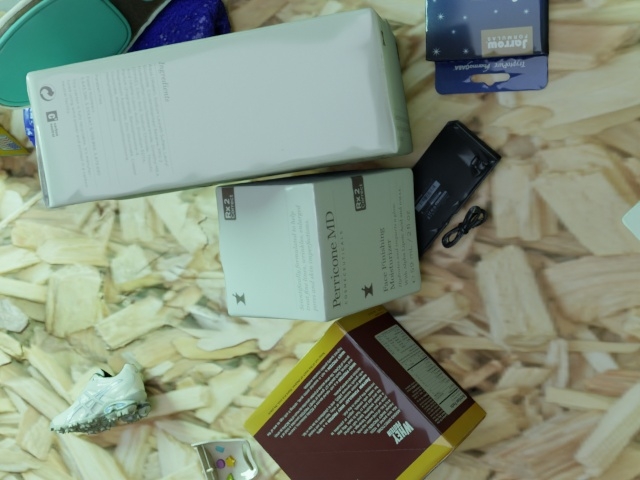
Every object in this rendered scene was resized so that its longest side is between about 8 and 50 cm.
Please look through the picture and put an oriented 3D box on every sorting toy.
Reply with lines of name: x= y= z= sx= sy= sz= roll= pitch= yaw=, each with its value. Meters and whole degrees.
sorting toy: x=-0.123 y=0.303 z=1.267 sx=0.075 sy=0.045 sz=0.083 roll=-20 pitch=88 yaw=20

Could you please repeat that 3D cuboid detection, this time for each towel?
towel: x=-0.267 y=-0.214 z=1.244 sx=0.308 sy=0.076 sz=0.228 roll=6 pitch=100 yaw=25

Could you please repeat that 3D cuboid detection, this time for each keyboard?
keyboard: x=0.141 y=-0.041 z=1.100 sx=0.108 sy=0.023 sz=0.180 roll=46 pitch=114 yaw=21

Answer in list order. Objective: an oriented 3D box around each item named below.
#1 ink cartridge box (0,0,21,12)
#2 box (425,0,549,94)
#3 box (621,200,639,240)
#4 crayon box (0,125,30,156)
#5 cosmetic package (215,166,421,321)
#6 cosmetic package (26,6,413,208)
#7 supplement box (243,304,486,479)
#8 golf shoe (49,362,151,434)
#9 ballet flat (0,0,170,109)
ink cartridge box: x=-0.409 y=-0.455 z=1.182 sx=0.117 sy=0.201 sz=0.278 roll=2 pitch=87 yaw=23
box: x=0.184 y=-0.278 z=1.038 sx=0.136 sy=0.036 sz=0.225 roll=1 pitch=99 yaw=26
box: x=0.413 y=-0.014 z=0.788 sx=0.215 sy=0.345 sz=0.168 roll=48 pitch=114 yaw=12
crayon box: x=-0.606 y=-0.186 z=1.341 sx=0.323 sy=0.203 sz=0.083 roll=41 pitch=113 yaw=16
cosmetic package: x=0.000 y=0.000 z=1.067 sx=0.151 sy=0.183 sz=0.151 roll=0 pitch=99 yaw=40
cosmetic package: x=-0.099 y=-0.141 z=1.048 sx=0.385 sy=0.217 sz=0.156 roll=-7 pitch=94 yaw=13
supplement box: x=0.053 y=0.216 z=1.117 sx=0.194 sy=0.129 sz=0.191 roll=46 pitch=113 yaw=14
golf shoe: x=-0.321 y=0.231 z=1.351 sx=0.176 sy=0.069 sz=0.086 roll=-20 pitch=68 yaw=24
ballet flat: x=-0.267 y=-0.319 z=1.162 sx=0.400 sy=0.139 sz=0.139 roll=-41 pitch=78 yaw=2
